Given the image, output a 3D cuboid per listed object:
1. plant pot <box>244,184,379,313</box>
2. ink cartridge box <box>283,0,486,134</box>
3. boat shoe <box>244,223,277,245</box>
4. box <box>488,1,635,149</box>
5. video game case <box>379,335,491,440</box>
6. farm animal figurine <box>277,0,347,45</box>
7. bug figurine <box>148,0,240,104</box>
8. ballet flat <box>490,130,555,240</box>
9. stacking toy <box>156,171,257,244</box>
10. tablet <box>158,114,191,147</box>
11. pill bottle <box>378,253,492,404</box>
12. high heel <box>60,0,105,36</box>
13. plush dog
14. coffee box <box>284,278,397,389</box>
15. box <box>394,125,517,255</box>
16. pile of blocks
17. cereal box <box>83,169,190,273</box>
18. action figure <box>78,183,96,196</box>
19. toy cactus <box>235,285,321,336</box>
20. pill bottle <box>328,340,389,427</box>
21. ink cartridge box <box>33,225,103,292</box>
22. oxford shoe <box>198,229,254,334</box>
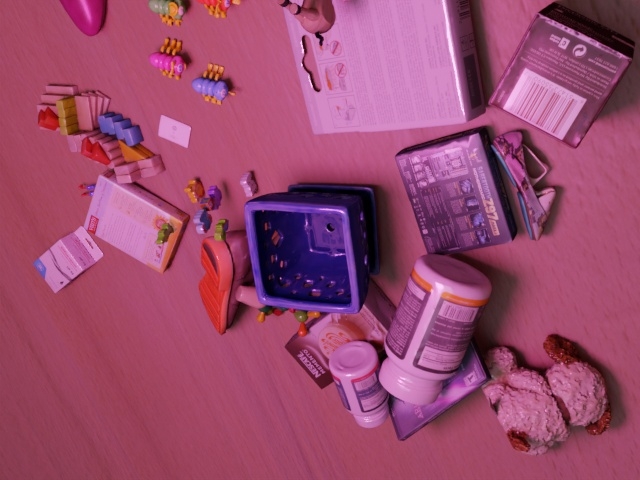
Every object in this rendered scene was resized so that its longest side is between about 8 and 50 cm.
[{"bbox_3d":[0.000,0.000,1.569,0.235,0.212,0.236,4,113,24],"label":"plant pot"},{"bbox_3d":[0.116,-0.372,1.454,0.384,0.091,0.308,3,114,42],"label":"ink cartridge box"},{"bbox_3d":[-0.126,-0.025,1.708,0.063,0.059,0.170,50,144,-10],"label":"boat shoe"},{"bbox_3d":[0.412,-0.285,1.261,0.168,0.203,0.167,30,120,10],"label":"box"},{"bbox_3d":[0.235,0.284,1.620,0.274,0.026,0.196,-45,45,32],"label":"video game case"},{"bbox_3d":[0.044,-0.548,1.296,0.330,0.172,0.327,-43,61,25],"label":"farm animal figurine"},{"bbox_3d":[-0.275,-0.430,1.594,0.216,0.072,0.279,15,117,19],"label":"bug figurine"},{"bbox_3d":[0.402,-0.108,1.427,0.079,0.077,0.222,-23,100,11],"label":"ballet flat"},{"bbox_3d":[-0.250,-0.065,1.659,0.166,0.221,0.052,-5,130,24],"label":"stacking toy"},{"bbox_3d":[-0.341,-0.255,1.739,0.083,0.006,0.054,23,119,14],"label":"tablet"},{"bbox_3d":[0.224,0.181,1.503,0.162,0.162,0.279,24,111,14],"label":"pill bottle"},{"bbox_3d":[-0.594,-0.619,1.595,0.127,0.181,0.378,-12,106,28],"label":"high heel"},{"bbox_3d":[0.473,0.328,1.524,0.225,0.210,0.263,-30,98,7],"label":"plush dog"},{"bbox_3d":[0.058,0.217,1.701,0.141,0.098,0.246,49,122,-3],"label":"coffee box"},{"bbox_3d":[0.273,-0.093,1.492,0.183,0.059,0.233,-13,106,31],"label":"box"},{"bbox_3d":[-0.540,-0.258,1.767,0.362,0.112,0.149,30,121,10],"label":"pile of blocks"},{"bbox_3d":[-0.460,-0.046,1.846,0.240,0.047,0.173,31,121,3],"label":"cereal box"},{"bbox_3d":[-0.553,-0.131,1.877,0.115,0.030,0.038,-1,117,20],"label":"action figure"},{"bbox_3d":[-0.108,0.147,1.685,0.219,0.180,0.112,-3,73,62],"label":"toy cactus"},{"bbox_3d":[0.091,0.318,1.620,0.107,0.108,0.180,-1,126,25],"label":"pill bottle"},{"bbox_3d":[-0.677,0.051,1.993,0.180,0.060,0.104,-34,94,32],"label":"ink cartridge box"},{"bbox_3d":[-0.202,0.106,1.744,0.130,0.132,0.364,57,153,24],"label":"oxford shoe"}]
